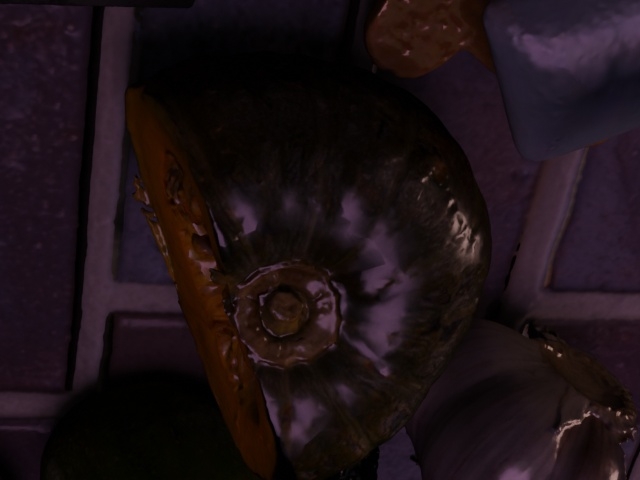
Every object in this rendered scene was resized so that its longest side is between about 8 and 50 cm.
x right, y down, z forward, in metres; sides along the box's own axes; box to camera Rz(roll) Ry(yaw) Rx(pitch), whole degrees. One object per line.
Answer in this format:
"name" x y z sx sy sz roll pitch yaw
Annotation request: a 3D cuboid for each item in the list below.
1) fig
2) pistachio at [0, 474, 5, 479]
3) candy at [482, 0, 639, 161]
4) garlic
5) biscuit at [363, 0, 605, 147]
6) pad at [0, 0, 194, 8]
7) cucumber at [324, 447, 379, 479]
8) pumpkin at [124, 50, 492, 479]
"fig" -0.129 0.252 1.271 0.203 0.235 0.203 -8 133 -9
"pistachio" -0.346 0.214 1.276 0.223 0.126 0.152 31 153 -36
"candy" 0.205 -0.134 1.044 0.174 0.071 0.138 -19 128 2
"garlic" 0.168 0.160 1.304 0.207 0.207 0.256 -4 173 -6
"biscuit" 0.119 -0.200 1.051 0.340 0.047 0.216 19 120 -24
"pad" -0.147 -0.244 0.993 0.143 0.003 0.211 0 130 -10
"cucumber" 0.021 0.167 1.331 0.081 0.072 0.303 0 131 -10
"pumpkin" 0.000 0.000 1.113 0.232 0.242 0.324 -22 121 -20
